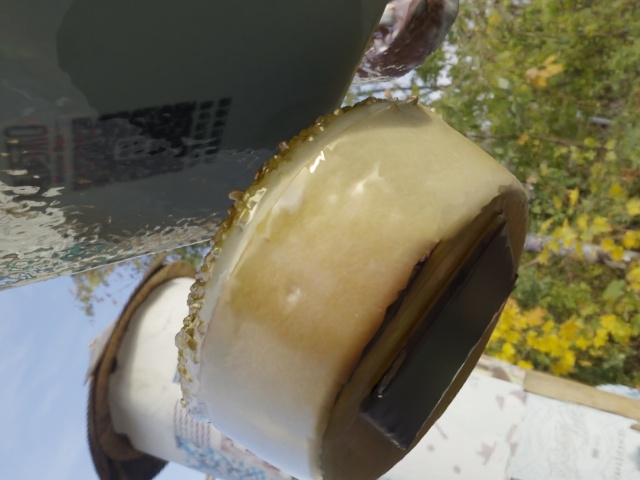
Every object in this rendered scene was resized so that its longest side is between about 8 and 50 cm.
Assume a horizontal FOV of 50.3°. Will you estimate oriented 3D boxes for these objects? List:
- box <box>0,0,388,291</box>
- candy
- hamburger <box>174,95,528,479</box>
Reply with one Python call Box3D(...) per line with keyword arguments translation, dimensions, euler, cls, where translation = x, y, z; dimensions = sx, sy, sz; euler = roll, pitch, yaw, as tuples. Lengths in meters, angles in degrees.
Box3D(translation=(-0.155, -0.096, 0.474), dimensions=(0.373, 0.090, 0.367), euler=(-14, -25, -25), cls="box")
Box3D(translation=(0.040, -0.327, 0.947), dimensions=(0.157, 0.289, 0.214), euler=(2, -87, -52), cls="candy")
Box3D(translation=(0.023, 0.039, 0.509), dimensions=(0.302, 0.170, 0.302), euler=(-38, -35, -33), cls="hamburger")
